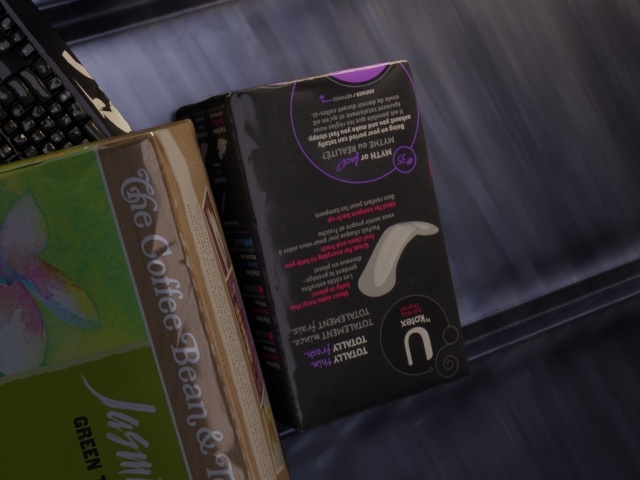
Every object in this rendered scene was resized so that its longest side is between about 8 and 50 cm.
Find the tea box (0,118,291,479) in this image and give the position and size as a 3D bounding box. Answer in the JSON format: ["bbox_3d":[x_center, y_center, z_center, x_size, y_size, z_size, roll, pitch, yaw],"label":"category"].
[{"bbox_3d":[-0.209,0.112,0.826,0.323,0.220,0.329,-16,98,2],"label":"tea box"}]

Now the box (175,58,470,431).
[{"bbox_3d":[0.000,0.000,0.973,0.165,0.143,0.270,-14,96,-23],"label":"box"}]

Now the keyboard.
[{"bbox_3d":[-0.254,-0.060,0.950,0.201,0.033,0.317,-40,103,-13],"label":"keyboard"}]
